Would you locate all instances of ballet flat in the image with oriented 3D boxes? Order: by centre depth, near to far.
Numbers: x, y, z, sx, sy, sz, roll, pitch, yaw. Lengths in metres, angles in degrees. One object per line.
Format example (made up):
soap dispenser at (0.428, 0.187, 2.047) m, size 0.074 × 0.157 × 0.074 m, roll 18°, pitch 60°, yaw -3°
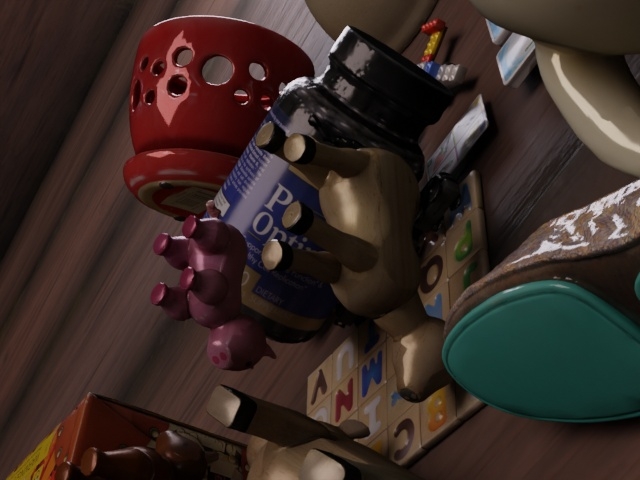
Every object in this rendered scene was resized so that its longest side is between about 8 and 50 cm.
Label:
ballet flat at (0.167, 0.010, 0.523) m, size 0.106 × 0.107 × 0.316 m, roll -50°, pitch 8°, yaw -27°

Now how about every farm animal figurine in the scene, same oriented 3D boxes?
farm animal figurine at (0.000, 0.125, 0.709) m, size 0.330 × 0.172 × 0.327 m, roll -56°, pitch 39°, yaw 13°

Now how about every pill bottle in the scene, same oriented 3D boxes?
pill bottle at (-0.001, -0.042, 0.850) m, size 0.219 × 0.123 × 0.123 m, roll -57°, pitch 23°, yaw 14°

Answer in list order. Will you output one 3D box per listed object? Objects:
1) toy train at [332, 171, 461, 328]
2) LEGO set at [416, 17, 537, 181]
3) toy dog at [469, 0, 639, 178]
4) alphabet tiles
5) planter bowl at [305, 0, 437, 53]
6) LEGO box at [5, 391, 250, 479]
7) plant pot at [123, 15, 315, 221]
toy train at (0.054, 0.009, 0.862) m, size 0.158 × 0.027 × 0.036 m, roll -53°, pitch 21°, yaw 31°
LEGO set at (0.096, -0.134, 0.897) m, size 0.244 × 0.060 × 0.182 m, roll -54°, pitch 20°, yaw 31°
toy dog at (0.190, -0.234, 0.472) m, size 0.408 × 0.285 × 0.395 m, roll 178°, pitch 100°, yaw -67°
alphabet tiles at (0.051, 0.088, 0.839) m, size 0.237 × 0.009 × 0.198 m, roll -48°, pitch 28°, yaw 39°
planter bowl at (0.040, -0.261, 1.088) m, size 0.162 × 0.109 × 0.162 m, roll -50°, pitch 26°, yaw 36°
LEGO box at (-0.231, 0.402, 0.935) m, size 0.500 × 0.193 × 0.372 m, roll -43°, pitch 31°, yaw 47°
plant pot at (-0.108, -0.115, 1.199) m, size 0.191 × 0.191 × 0.174 m, roll -26°, pitch 54°, yaw 60°
